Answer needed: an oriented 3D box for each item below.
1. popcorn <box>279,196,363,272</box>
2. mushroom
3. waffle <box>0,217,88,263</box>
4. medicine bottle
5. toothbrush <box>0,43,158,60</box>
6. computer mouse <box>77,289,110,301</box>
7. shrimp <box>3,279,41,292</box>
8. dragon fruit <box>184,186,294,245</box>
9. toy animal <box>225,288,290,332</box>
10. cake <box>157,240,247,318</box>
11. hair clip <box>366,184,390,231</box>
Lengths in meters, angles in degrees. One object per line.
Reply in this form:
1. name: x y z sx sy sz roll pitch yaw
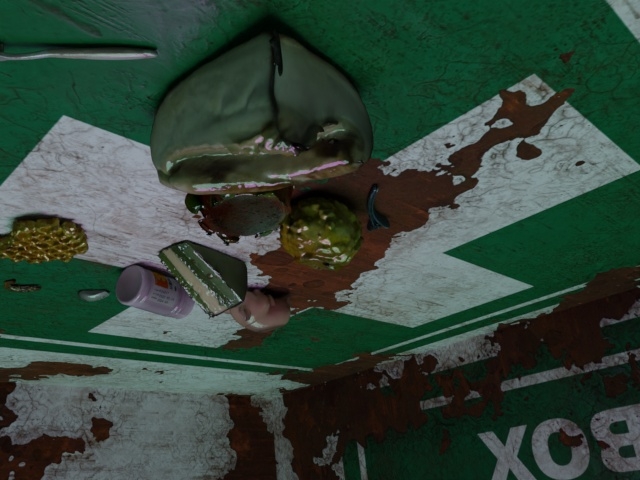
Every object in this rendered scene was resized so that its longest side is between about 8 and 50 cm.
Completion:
1. popcorn: 0.000 0.000 1.678 0.233 0.192 0.266 -6 139 14
2. mushroom: -0.134 -0.213 1.204 0.397 0.225 0.313 -14 170 34
3. waffle: -0.769 0.002 1.657 0.248 0.056 0.253 2 157 -19
4. medicine bottle: -0.543 0.177 2.006 0.133 0.133 0.249 -18 152 25
5. toothbrush: -0.441 -0.328 1.049 0.306 0.030 0.025 -4 167 -12
6. computer mouse: -0.788 0.195 2.105 0.110 0.032 0.056 -2 156 -11
7. shrimp: -0.974 0.149 1.970 0.114 0.023 0.083 1 152 -8
8. dragon fruit: -0.189 -0.101 1.482 0.268 0.130 0.295 -7 156 2
9. toy animal: -0.228 0.266 2.261 0.250 0.154 0.166 17 155 -36
10. cake: -0.369 0.081 1.941 0.158 0.172 0.284 -26 117 24
11. hair clip: 0.153 -0.089 1.710 0.070 0.039 0.229 -8 155 8
